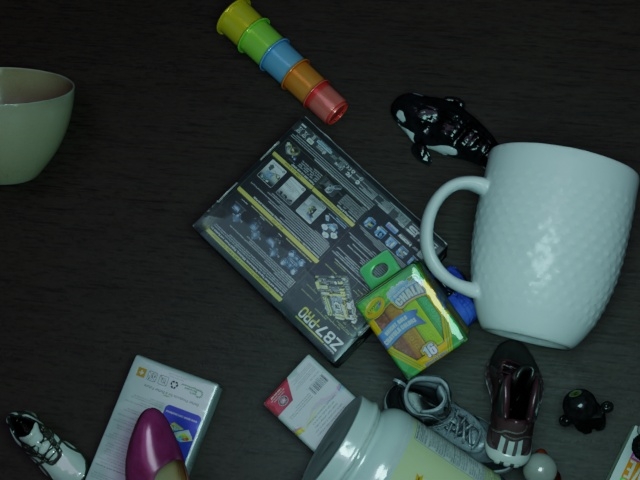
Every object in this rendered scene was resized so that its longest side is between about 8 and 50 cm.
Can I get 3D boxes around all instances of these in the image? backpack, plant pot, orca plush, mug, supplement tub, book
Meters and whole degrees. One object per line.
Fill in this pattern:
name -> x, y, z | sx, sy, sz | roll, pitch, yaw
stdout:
backpack -> 0.245, 0.116, 1.944 | 0.101, 0.098, 0.120 | -31, 72, -20
plant pot -> -0.638, -0.221, 2.063 | 0.284, 0.284, 0.191 | 8, 112, 8
orca plush -> 0.259, -0.207, 2.021 | 0.151, 0.102, 0.287 | -39, 75, -4
mug -> 0.361, 0.008, 1.856 | 0.374, 0.276, 0.328 | 14, 82, -6
supplement tub -> 0.150, 0.438, 1.768 | 0.325, 0.235, 0.235 | 34, 81, -3
book -> 0.581, 0.423, 1.866 | 0.096, 0.035, 0.144 | 28, 79, 8

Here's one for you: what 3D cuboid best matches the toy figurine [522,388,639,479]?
toy figurine -> 0.483, 0.389, 1.796 | 0.209, 0.148, 0.213 | 32, 81, 34

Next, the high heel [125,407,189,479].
high heel -> -0.229, 0.480, 1.810 | 0.181, 0.127, 0.377 | -4, 100, 37

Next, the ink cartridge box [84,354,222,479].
ink cartridge box -> -0.334, 0.419, 1.949 | 0.176, 0.069, 0.371 | 19, 76, 10

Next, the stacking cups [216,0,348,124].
stacking cups -> -0.079, -0.357, 2.109 | 0.096, 0.096, 0.316 | -42, 78, -5

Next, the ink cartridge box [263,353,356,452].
ink cartridge box -> 0.002, 0.322, 1.931 | 0.175, 0.072, 0.127 | 42, 83, 14

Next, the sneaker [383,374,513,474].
sneaker -> 0.237, 0.330, 1.856 | 0.268, 0.153, 0.101 | 28, 69, 13

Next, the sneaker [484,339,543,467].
sneaker -> 0.354, 0.248, 1.811 | 0.106, 0.162, 0.281 | 8, 42, 4

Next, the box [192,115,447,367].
box -> 0.000, 0.000, 2.002 | 0.395, 0.097, 0.318 | 42, 82, 13

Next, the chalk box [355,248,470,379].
chalk box -> 0.154, 0.119, 1.839 | 0.132, 0.132, 0.213 | -37, 85, 9

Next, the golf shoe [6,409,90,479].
golf shoe -> -0.527, 0.397, 1.957 | 0.198, 0.094, 0.077 | 34, 77, 16
